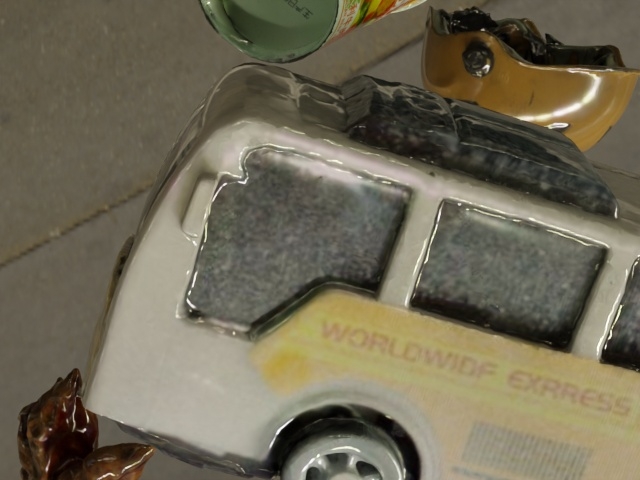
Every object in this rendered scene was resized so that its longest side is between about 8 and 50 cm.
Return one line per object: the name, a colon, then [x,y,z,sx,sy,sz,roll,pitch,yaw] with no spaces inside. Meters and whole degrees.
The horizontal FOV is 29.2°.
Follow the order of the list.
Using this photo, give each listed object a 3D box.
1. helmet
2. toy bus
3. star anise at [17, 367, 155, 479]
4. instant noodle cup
helmet: [0.193,-0.141,1.185,0.198,0.224,0.130,-6,118,-40]
toy bus: [0.099,0.044,0.420,0.342,0.097,0.138,17,110,-7]
star anise: [-0.226,0.214,1.085,0.111,0.212,0.196,22,117,-28]
instant noodle cup: [-0.001,-0.218,0.914,0.168,0.185,0.168,13,123,21]
